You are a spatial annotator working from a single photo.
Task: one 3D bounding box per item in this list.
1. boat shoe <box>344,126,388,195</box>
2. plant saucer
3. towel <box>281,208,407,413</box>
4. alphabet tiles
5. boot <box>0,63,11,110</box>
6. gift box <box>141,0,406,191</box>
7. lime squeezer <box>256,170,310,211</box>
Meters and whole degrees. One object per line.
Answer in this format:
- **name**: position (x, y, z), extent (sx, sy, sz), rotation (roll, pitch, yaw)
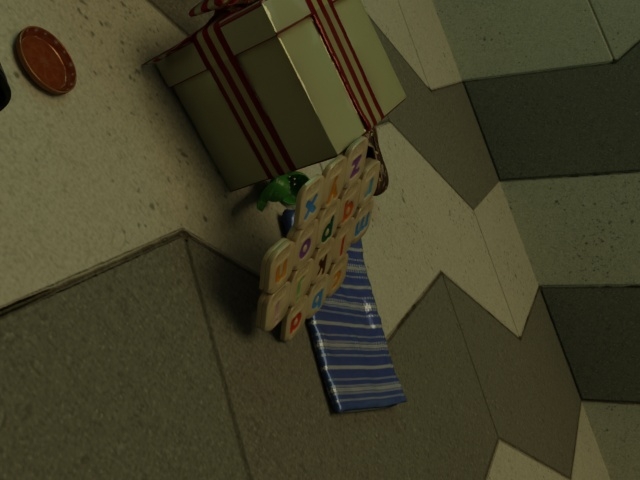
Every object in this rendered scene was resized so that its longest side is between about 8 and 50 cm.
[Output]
- **boat shoe**: position (0.084, -0.190, 1.686), extent (0.207, 0.073, 0.073), rotation (66, 22, 0)
- **plant saucer**: position (-0.314, -0.205, 0.947), extent (0.083, 0.013, 0.083), rotation (47, 30, -39)
- **towel**: position (0.043, 0.114, 1.371), extent (0.243, 0.040, 0.335), rotation (15, 56, -60)
- **alphabet tiles**: position (0.000, 0.000, 1.151), extent (0.284, 0.021, 0.278), rotation (-45, 152, -43)
- **boot**: position (-0.349, -0.261, 0.648), extent (0.222, 0.118, 0.338), rotation (63, 2, 31)
- **gift box**: position (-0.077, -0.240, 1.198), extent (0.255, 0.276, 0.258), rotation (-47, 115, -50)
- **lime squeezer**: position (-0.045, -0.067, 1.308), extent (0.110, 0.059, 0.310), rotation (53, 23, 21)
